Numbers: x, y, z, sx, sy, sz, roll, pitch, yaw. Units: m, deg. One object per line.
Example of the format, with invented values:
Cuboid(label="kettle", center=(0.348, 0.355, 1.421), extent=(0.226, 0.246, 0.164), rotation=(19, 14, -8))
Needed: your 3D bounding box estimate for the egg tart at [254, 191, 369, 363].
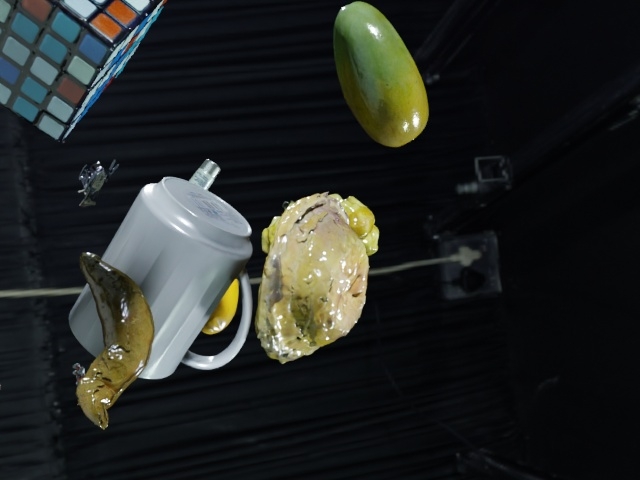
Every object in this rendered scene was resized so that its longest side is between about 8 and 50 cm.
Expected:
Cuboid(label="egg tart", center=(0.000, 0.083, 1.474), extent=(0.150, 0.352, 0.352), rotation=(15, -62, 26))

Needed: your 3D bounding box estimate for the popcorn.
Cuboid(label="popcorn", center=(0.000, 0.000, 1.822), extent=(0.252, 0.286, 0.215), rotation=(-36, 119, -82))

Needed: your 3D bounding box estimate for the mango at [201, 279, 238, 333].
Cuboid(label="mango", center=(-0.233, 0.136, 1.717), extent=(0.075, 0.098, 0.190), rotation=(-26, -141, 31))

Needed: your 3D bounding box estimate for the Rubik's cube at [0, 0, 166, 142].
Cuboid(label="Rubik's cube", center=(-0.310, -0.264, 0.872), extent=(0.182, 0.187, 0.184), rotation=(-41, -158, 41))

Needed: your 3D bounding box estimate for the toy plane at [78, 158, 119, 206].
Cuboid(label="toy plane", center=(-0.387, -0.096, 1.280), extent=(0.120, 0.049, 0.031), rotation=(-48, -116, 36))

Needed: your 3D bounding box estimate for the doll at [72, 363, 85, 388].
Cuboid(label="doll", center=(-0.479, 0.305, 1.534), extent=(0.057, 0.039, 0.114), rotation=(-46, -115, 18))

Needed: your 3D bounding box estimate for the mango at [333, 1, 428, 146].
Cuboid(label="mango", center=(0.073, -0.207, 0.950), extent=(0.194, 0.092, 0.130), rotation=(64, -10, -23))

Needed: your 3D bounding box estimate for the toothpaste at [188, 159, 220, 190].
Cuboid(label="toothpaste", center=(-0.290, -0.065, 1.556), extent=(0.239, 0.062, 0.039), rotation=(-55, -167, -9))

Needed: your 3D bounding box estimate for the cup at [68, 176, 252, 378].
Cuboid(label="cup", center=(-0.262, 0.087, 1.436), extent=(0.327, 0.323, 0.237), rotation=(-55, -167, 12))

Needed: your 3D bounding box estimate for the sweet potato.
Cuboid(label="sweet potato", center=(-0.340, 0.159, 1.247), extent=(0.098, 0.124, 0.310), rotation=(132, -43, -58))
